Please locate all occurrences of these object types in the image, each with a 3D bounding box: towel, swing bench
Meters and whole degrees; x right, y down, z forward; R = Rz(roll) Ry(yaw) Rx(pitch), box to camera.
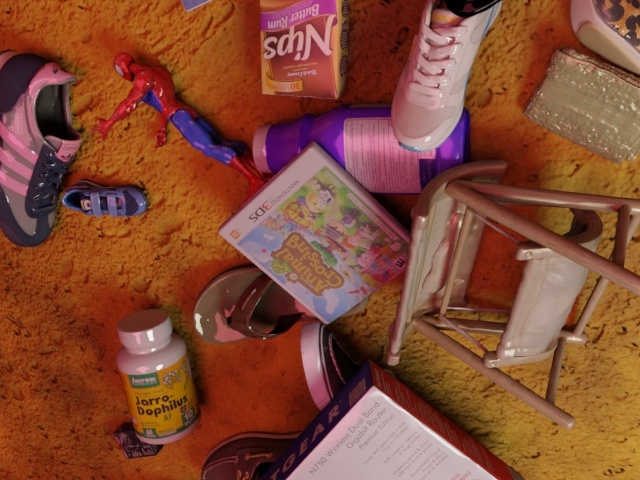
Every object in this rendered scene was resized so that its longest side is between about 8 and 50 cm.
[{"bbox_3d":[0.325,-0.158,0.759,0.148,0.027,0.110,26,139,7],"label":"towel"},{"bbox_3d":[0.229,0.056,0.791,0.254,0.165,0.253,19,133,15],"label":"swing bench"}]

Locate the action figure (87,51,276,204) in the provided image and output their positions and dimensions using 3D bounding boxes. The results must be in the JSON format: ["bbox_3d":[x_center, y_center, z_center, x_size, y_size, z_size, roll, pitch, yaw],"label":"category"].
[{"bbox_3d":[-0.211,-0.142,0.930,0.139,0.091,0.280,-43,94,19],"label":"action figure"}]

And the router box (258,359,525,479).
[{"bbox_3d":[0.077,0.388,0.913,0.301,0.082,0.335,38,102,-10],"label":"router box"}]

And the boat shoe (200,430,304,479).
[{"bbox_3d":[-0.090,0.399,1.114,0.304,0.091,0.109,-16,106,24],"label":"boat shoe"}]

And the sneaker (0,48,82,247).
[{"bbox_3d":[-0.438,-0.125,1.007,0.131,0.112,0.319,14,117,17],"label":"sneaker"}]

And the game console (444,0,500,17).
[{"bbox_3d":[0.120,-0.411,0.671,0.213,0.044,0.362,-29,81,22],"label":"game console"}]

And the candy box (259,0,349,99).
[{"bbox_3d":[-0.020,-0.281,0.830,0.109,0.053,0.187,7,115,16],"label":"candy box"}]

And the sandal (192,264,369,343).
[{"bbox_3d":[-0.074,0.095,0.984,0.302,0.086,0.120,-16,108,23],"label":"sandal"}]

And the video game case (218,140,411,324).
[{"bbox_3d":[0.000,0.000,0.865,0.212,0.023,0.193,42,121,-16],"label":"video game case"}]

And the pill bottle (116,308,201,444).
[{"bbox_3d":[-0.278,0.228,1.094,0.117,0.117,0.209,0,111,19],"label":"pill bottle"}]

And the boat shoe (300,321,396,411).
[{"bbox_3d":[0.063,0.241,0.976,0.104,0.113,0.306,-16,114,16],"label":"boat shoe"}]

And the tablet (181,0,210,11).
[{"bbox_3d":[-0.178,-0.362,0.877,0.054,0.006,0.083,-15,107,24],"label":"tablet"}]

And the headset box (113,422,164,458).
[{"bbox_3d":[-0.351,0.381,1.232,0.083,0.032,0.062,-15,105,25],"label":"headset box"}]

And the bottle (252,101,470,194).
[{"bbox_3d":[0.052,-0.120,0.848,0.282,0.092,0.118,2,114,19],"label":"bottle"}]

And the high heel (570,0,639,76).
[{"bbox_3d":[0.337,-0.304,0.689,0.261,0.093,0.186,35,98,-12],"label":"high heel"}]

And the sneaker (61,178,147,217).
[{"bbox_3d":[-0.346,-0.061,1.031,0.144,0.059,0.053,6,111,16],"label":"sneaker"}]

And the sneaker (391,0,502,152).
[{"bbox_3d":[0.135,-0.214,0.734,0.087,0.092,0.229,20,90,21],"label":"sneaker"}]
